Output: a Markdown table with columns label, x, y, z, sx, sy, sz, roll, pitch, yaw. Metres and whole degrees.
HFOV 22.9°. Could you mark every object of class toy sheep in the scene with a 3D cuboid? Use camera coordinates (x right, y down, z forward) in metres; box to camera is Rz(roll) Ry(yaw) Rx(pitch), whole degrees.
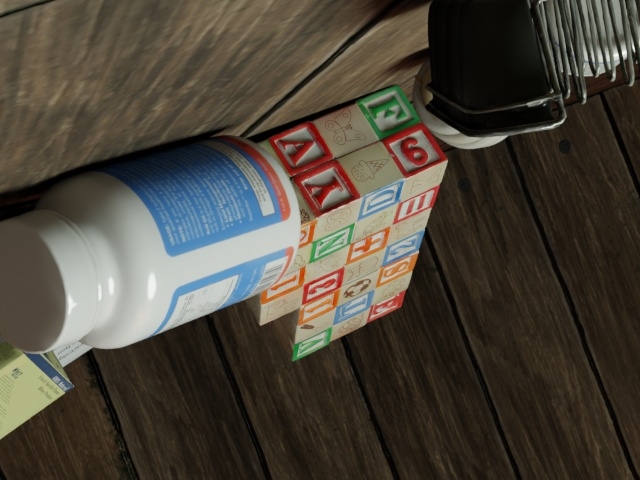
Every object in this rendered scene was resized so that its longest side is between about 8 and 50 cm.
| label | x | y | z | sx | sy | sz | roll | pitch | yaw |
| --- | --- | --- | --- | --- | --- | --- | --- | --- | --- |
| toy sheep | 0.118 | -0.111 | 1.195 | 0.091 | 0.091 | 0.132 | -21 | 161 | 32 |

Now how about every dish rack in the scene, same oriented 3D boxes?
| label | x | y | z | sx | sy | sz | roll | pitch | yaw |
| --- | --- | --- | --- | --- | --- | --- | --- | --- | --- |
| dish rack | 0.189 | -0.119 | 0.806 | 0.271 | 0.074 | 0.208 | -11 | -170 | -1 |

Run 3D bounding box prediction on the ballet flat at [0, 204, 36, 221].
| label | x | y | z | sx | sy | sz | roll | pitch | yaw |
| --- | --- | --- | --- | --- | --- | --- | --- | --- | --- |
| ballet flat | -0.219 | 0.006 | 1.160 | 0.070 | 0.070 | 0.188 | -21 | 176 | 34 |

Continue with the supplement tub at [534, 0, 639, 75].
| label | x | y | z | sx | sy | sz | roll | pitch | yaw |
| --- | --- | --- | --- | --- | --- | --- | --- | --- | --- |
| supplement tub | 0.166 | -0.139 | 0.963 | 0.071 | 0.071 | 0.107 | -21 | 180 | 4 |

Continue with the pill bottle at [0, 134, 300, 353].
| label | x | y | z | sx | sy | sz | roll | pitch | yaw |
| --- | --- | --- | --- | --- | --- | --- | --- | --- | --- |
| pill bottle | -0.127 | 0.004 | 1.106 | 0.124 | 0.124 | 0.221 | -22 | 179 | 41 |

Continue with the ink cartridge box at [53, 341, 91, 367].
| label | x | y | z | sx | sy | sz | roll | pitch | yaw |
| --- | --- | --- | --- | --- | --- | --- | --- | --- | --- |
| ink cartridge box | -0.254 | 0.085 | 1.334 | 0.223 | 0.045 | 0.224 | -34 | 155 | -8 |

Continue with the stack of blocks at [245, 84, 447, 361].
| label | x | y | z | sx | sy | sz | roll | pitch | yaw |
| --- | --- | --- | --- | --- | --- | --- | --- | --- | --- |
| stack of blocks | 0.000 | 0.000 | 1.434 | 0.171 | 0.087 | 0.297 | -25 | 157 | -16 |

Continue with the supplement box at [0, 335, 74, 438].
| label | x | y | z | sx | sy | sz | roll | pitch | yaw |
| --- | --- | --- | --- | --- | --- | --- | --- | --- | --- |
| supplement box | -0.255 | 0.104 | 1.242 | 0.083 | 0.056 | 0.083 | -36 | 149 | -3 |
